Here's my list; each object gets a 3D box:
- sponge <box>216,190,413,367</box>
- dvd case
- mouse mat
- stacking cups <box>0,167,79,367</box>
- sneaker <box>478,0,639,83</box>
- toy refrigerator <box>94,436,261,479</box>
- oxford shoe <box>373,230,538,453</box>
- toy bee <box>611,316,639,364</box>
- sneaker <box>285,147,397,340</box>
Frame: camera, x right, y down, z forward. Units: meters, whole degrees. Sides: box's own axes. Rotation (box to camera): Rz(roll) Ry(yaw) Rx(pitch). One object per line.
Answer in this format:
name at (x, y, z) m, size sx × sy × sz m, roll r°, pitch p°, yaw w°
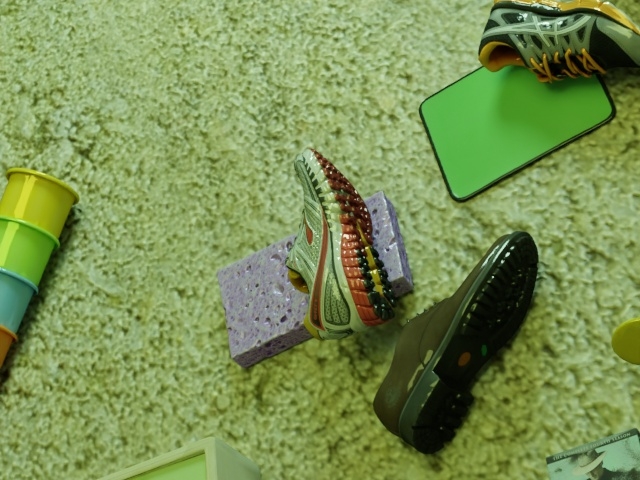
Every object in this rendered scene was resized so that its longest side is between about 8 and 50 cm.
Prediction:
sponge at (-0.009, 0.041, 1.488) m, size 0.210 × 0.031 × 0.117 m, roll -26°, pitch 50°, yaw 18°
dvd case at (0.241, 0.225, 1.209) m, size 0.087 × 0.013 × 0.119 m, roll -22°, pitch 50°, yaw 21°
mouse mat at (0.199, -0.135, 1.478) m, size 0.189 × 0.007 × 0.153 m, roll -28°, pitch 49°, yaw 15°
stacking cups at (-0.376, 0.075, 1.687) m, size 0.096 × 0.096 × 0.316 m, roll 1°, pitch 66°, yaw 35°
sneaker at (0.245, -0.194, 1.431) m, size 0.215 × 0.084 × 0.083 m, roll 20°, pitch 77°, yaw 50°
toy refrigerator at (-0.193, 0.291, 1.409) m, size 0.269 × 0.094 × 0.102 m, roll -23°, pitch 51°, yaw 21°
oxford shoe at (0.120, 0.080, 1.341) m, size 0.096 × 0.083 × 0.227 m, roll 27°, pitch 77°, yaw 47°
toy bee at (0.322, 0.037, 1.177) m, size 0.195 × 0.162 × 0.298 m, roll -37°, pitch 47°, yaw 11°
sneaker at (0.000, 0.000, 1.427) m, size 0.092 × 0.088 × 0.225 m, roll -28°, pitch 48°, yaw 18°
